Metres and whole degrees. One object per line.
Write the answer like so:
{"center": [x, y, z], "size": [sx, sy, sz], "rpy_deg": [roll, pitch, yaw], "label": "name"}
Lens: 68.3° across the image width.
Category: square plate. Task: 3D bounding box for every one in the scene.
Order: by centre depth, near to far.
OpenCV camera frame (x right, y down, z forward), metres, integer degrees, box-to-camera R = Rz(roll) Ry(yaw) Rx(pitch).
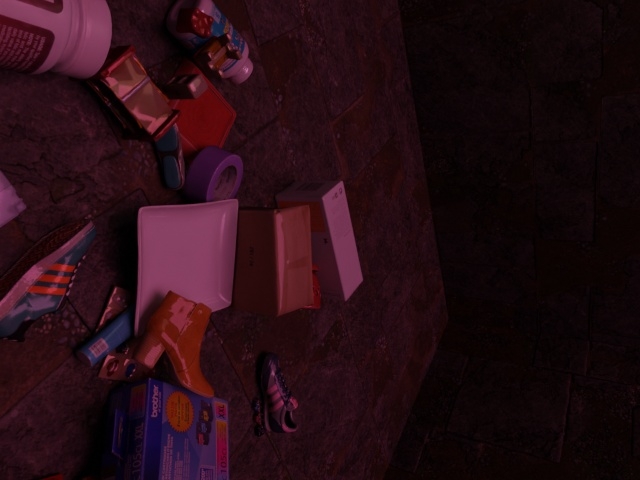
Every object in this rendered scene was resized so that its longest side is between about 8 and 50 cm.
{"center": [-0.374, 0.060, 1.320], "size": [0.347, 0.049, 0.345], "rpy_deg": [-13, 113, -55], "label": "square plate"}

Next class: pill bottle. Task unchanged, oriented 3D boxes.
{"center": [-0.607, -0.432, 0.851], "size": [0.392, 0.223, 0.224], "rpy_deg": [-5, 98, -58], "label": "pill bottle"}
{"center": [-0.310, -0.580, 1.383], "size": [0.264, 0.146, 0.146], "rpy_deg": [39, 61, -53], "label": "pill bottle"}

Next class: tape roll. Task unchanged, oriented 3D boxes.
{"center": [-0.316, -0.182, 1.412], "size": [0.189, 0.080, 0.189], "rpy_deg": [-58, 164, -27], "label": "tape roll"}

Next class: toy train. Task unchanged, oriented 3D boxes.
{"center": [-0.234, 0.661, 1.762], "size": [0.036, 0.027, 0.159], "rpy_deg": [-15, 107, -45], "label": "toy train"}

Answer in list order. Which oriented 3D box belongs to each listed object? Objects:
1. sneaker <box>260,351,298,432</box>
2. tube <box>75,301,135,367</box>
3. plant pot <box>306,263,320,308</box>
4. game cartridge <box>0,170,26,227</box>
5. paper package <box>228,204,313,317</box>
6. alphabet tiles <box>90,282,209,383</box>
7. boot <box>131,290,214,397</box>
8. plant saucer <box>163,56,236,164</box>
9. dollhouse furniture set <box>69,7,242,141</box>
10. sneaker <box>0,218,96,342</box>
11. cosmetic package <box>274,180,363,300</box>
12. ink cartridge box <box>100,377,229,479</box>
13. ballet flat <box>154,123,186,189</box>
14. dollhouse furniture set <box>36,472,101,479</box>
{"center": [-0.146, 0.575, 1.781], "size": [0.112, 0.130, 0.319], "rpy_deg": [-35, 124, -65], "label": "sneaker"}
{"center": [-0.519, 0.235, 1.203], "size": [0.207, 0.052, 0.080], "rpy_deg": [-45, 136, -49], "label": "tube"}
{"center": [-0.093, 0.171, 1.782], "size": [0.191, 0.191, 0.174], "rpy_deg": [11, 78, -58], "label": "plant pot"}
{"center": [-0.720, -0.124, 0.867], "size": [0.198, 0.062, 0.297], "rpy_deg": [-51, 134, -37], "label": "game cartridge"}
{"center": [-0.185, 0.053, 1.500], "size": [0.168, 0.309, 0.325], "rpy_deg": [-11, 102, -49], "label": "paper package"}
{"center": [-0.465, 0.258, 1.323], "size": [0.342, 0.011, 0.285], "rpy_deg": [35, 69, -50], "label": "alphabet tiles"}
{"center": [-0.347, 0.284, 1.286], "size": [0.295, 0.104, 0.211], "rpy_deg": [48, 61, -38], "label": "boot"}
{"center": [-0.362, -0.368, 1.419], "size": [0.259, 0.047, 0.259], "rpy_deg": [47, 54, -50], "label": "plant saucer"}
{"center": [-0.400, -0.444, 1.197], "size": [0.374, 0.152, 0.201], "rpy_deg": [-56, 138, -25], "label": "dollhouse furniture set"}
{"center": [-0.600, 0.085, 1.042], "size": [0.302, 0.108, 0.121], "rpy_deg": [-54, 138, -28], "label": "sneaker"}
{"center": [0.000, 0.000, 1.871], "size": [0.161, 0.229, 0.454], "rpy_deg": [-44, 128, -46], "label": "cosmetic package"}
{"center": [-0.418, 0.536, 1.250], "size": [0.395, 0.151, 0.270], "rpy_deg": [41, 32, -50], "label": "ink cartridge box"}
{"center": [-0.418, -0.249, 1.319], "size": [0.068, 0.072, 0.214], "rpy_deg": [-86, 176, -67], "label": "ballet flat"}
{"center": [-0.631, 0.676, 1.068], "size": [0.262, 0.135, 0.260], "rpy_deg": [18, 67, -58], "label": "dollhouse furniture set"}
